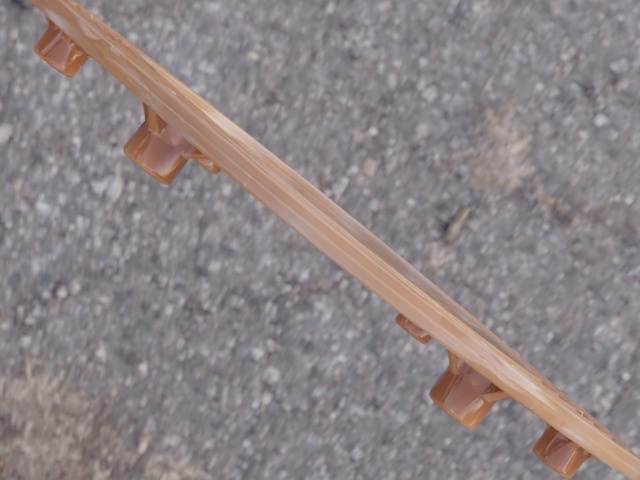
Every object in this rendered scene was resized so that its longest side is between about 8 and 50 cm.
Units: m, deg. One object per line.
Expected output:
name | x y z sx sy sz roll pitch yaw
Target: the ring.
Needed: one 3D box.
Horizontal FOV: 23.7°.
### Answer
ring | 0.000 0.000 0.660 0.336 0.336 0.032 39 92 6
